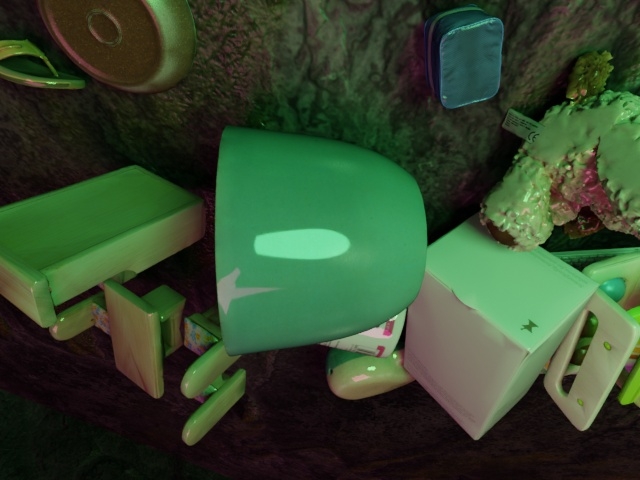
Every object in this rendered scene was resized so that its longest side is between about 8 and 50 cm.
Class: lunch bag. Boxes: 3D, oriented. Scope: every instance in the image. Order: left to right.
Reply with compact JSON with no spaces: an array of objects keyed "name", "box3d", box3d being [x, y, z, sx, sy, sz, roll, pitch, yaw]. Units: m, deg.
[{"name":"lunch bag","box3d":[0.152,-0.197,0.450,0.067,0.065,0.098,-12,134,4]}]

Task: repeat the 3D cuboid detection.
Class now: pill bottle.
[{"name":"pill bottle","box3d":[-0.002,0.103,0.746,0.284,0.160,0.160,13,139,-2]}]

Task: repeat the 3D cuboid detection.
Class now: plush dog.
[{"name":"plush dog","box3d":[0.356,-0.078,0.482,0.226,0.210,0.263,16,169,-26]}]

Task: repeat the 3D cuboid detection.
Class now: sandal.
[{"name":"sandal","box3d":[-0.401,-0.243,0.535,0.180,0.072,0.049,23,116,-7]}]

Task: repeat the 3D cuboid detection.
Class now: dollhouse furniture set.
[{"name":"dollhouse furniture set","box3d":[-0.330,0.119,0.652,0.362,0.256,0.393,27,126,21]}]

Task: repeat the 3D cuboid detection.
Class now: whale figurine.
[{"name":"whale figurine","box3d":[0.138,0.267,0.945,0.272,0.141,0.216,1,143,-26]}]

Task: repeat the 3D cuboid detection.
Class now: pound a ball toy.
[{"name":"pound a ball toy","box3d":[0.478,0.159,0.646,0.209,0.135,0.318,-16,130,-5]}]

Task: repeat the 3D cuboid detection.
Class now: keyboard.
[{"name":"keyboard","box3d":[0.430,0.043,0.689,0.256,0.014,0.072,-4,136,18]}]

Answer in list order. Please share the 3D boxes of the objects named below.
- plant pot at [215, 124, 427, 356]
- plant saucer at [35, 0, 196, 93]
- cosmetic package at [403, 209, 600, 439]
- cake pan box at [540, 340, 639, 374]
[{"name":"plant pot","box3d":[0.000,0.000,0.552,0.236,0.292,0.292,0,139,-6]},{"name":"plant saucer","box3d":[-0.252,-0.260,0.495,0.199,0.036,0.198,6,139,6]},{"name":"cosmetic package","box3d":[0.259,0.156,0.680,0.155,0.197,0.365,-32,143,-19]},{"name":"cake pan box","box3d":[0.465,0.169,0.782,0.267,0.070,0.245,-3,134,17]}]
